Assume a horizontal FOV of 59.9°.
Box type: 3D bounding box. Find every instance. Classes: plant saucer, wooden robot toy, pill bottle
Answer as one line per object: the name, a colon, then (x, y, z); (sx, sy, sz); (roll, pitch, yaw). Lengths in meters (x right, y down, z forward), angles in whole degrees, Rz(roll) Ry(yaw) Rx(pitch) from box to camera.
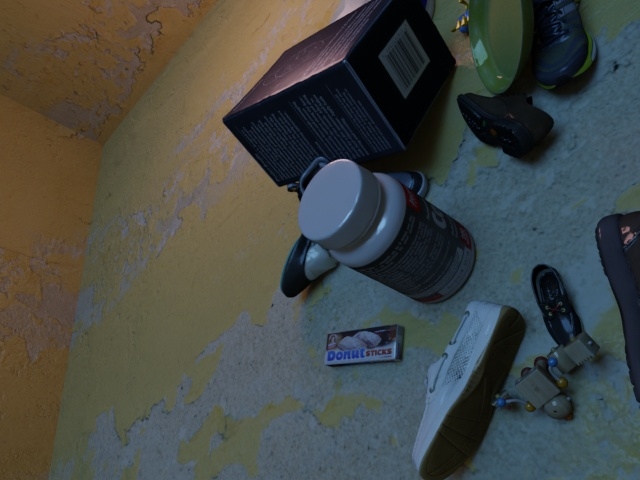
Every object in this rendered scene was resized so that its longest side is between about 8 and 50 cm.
plant saucer: (0.322, -0.386, 0.987); (0.037, 0.241, 0.241); (-11, 48, -3)
wooden robot toy: (0.314, 0.199, 0.746); (0.079, 0.076, 0.173); (48, 116, 14)
pill bottle: (0.112, -0.012, 0.918); (0.161, 0.283, 0.161); (-28, 49, 37)

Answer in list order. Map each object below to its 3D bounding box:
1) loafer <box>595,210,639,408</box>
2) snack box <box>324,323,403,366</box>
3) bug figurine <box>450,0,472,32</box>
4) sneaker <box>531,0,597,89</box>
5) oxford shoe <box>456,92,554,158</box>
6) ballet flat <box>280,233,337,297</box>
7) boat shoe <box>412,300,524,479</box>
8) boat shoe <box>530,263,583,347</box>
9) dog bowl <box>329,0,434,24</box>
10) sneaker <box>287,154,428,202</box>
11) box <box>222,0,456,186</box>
loafer: (0.413, 0.103, 0.609); (0.130, 0.133, 0.366); (-30, 48, 37)
snack box: (0.079, 0.200, 1.045); (0.178, 0.022, 0.064); (-17, 57, 44)
bug figurine: (0.354, -0.561, 1.131); (0.216, 0.072, 0.279); (-17, 60, 59)
sneaker: (0.388, -0.389, 0.957); (0.111, 0.121, 0.300); (-25, 50, 40)
oxford shoe: (0.324, -0.220, 0.983); (0.096, 0.083, 0.227); (-35, 37, -1)
ballet flat: (0.000, 0.000, 1.212); (0.096, 0.095, 0.281); (15, 80, 38)
boat shoe: (0.204, 0.217, 0.829); (0.096, 0.098, 0.277); (16, 72, 53)
boat shoe: (0.333, 0.095, 0.790); (0.049, 0.042, 0.133); (-30, 49, 32)
dog bowl: (0.142, -0.541, 1.363); (0.264, 0.104, 0.265); (-29, 48, 37)
sneaker: (0.068, -0.102, 1.093); (0.268, 0.153, 0.101); (-13, 59, 21)
box: (0.034, -0.315, 1.191); (0.395, 0.212, 0.294); (-8, 41, 47)
